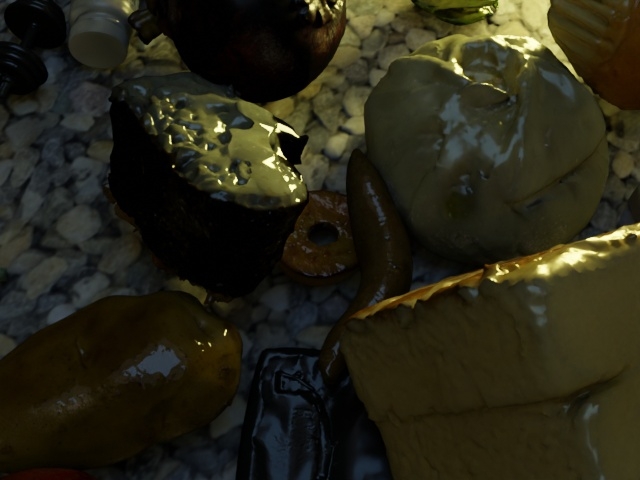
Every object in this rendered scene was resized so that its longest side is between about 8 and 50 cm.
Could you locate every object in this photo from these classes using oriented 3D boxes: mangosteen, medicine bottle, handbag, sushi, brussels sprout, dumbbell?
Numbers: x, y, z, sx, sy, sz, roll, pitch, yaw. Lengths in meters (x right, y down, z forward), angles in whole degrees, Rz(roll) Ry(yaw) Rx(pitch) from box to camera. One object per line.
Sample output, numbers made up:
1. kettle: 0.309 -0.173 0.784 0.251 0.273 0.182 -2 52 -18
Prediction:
1. mangosteen: -0.104 -0.349 1.492 0.297 0.293 0.297 4 83 -32
2. medicine bottle: -0.335 -0.367 1.575 0.103 0.102 0.186 3 60 -3
3. handbag: 0.021 0.267 1.256 0.244 0.088 0.275 5 62 -1
4. sushi: -0.144 -0.077 1.343 0.234 0.207 0.348 -5 39 -31
5. brussels sprout: 0.211 -0.415 1.653 0.181 0.100 0.139 -1 51 -4
6. dumbbell: -0.443 -0.296 1.527 0.099 0.099 0.208 13 61 3

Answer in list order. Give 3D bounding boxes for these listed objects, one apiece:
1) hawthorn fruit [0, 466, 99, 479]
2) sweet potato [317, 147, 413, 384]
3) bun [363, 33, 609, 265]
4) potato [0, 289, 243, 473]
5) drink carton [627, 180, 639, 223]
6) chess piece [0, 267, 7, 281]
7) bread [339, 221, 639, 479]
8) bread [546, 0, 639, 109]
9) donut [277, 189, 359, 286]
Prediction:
1. hawthorn fruit: -0.307 0.343 1.140 0.179 0.173 0.173 19 58 -19
2. sweet potato: 0.067 0.039 1.334 0.108 0.079 0.346 13 59 -7
3. bun: 0.239 -0.146 1.431 0.365 0.219 0.365 1 63 -1
4. potato: -0.272 0.175 1.248 0.369 0.176 0.195 -20 89 -11
5. drink carton: 0.579 -0.046 1.471 0.222 0.102 0.134 -11 64 -9
6. chess piece: -0.461 0.064 1.360 0.042 0.042 0.093 42 59 18
7. bread: 0.271 0.140 1.118 0.390 0.371 0.279 -11 82 -33
8. bread: 0.464 -0.312 1.486 0.183 0.236 0.389 38 27 24
9. donut: 0.000 0.000 1.420 0.152 0.058 0.151 2 60 -4
